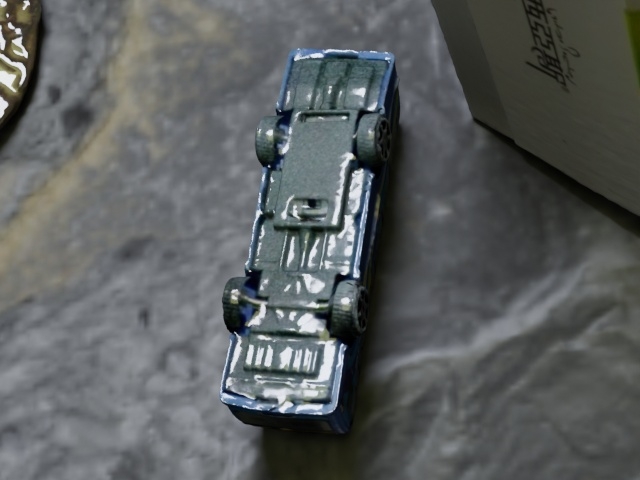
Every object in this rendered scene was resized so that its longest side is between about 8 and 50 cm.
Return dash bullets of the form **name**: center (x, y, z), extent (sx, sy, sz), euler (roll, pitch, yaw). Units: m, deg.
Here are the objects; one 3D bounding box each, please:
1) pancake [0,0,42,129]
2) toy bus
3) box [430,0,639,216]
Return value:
- **pancake**: center (-0.218, -0.092, 0.640), extent (0.199, 0.021, 0.199), euler (-4, 65, 9)
- **toy bus**: center (0.000, 0.000, 0.533), extent (0.051, 0.061, 0.153), euler (3, 65, 14)
- **box**: center (0.151, -0.165, 0.500), extent (0.111, 0.194, 0.260), euler (33, 76, 33)
